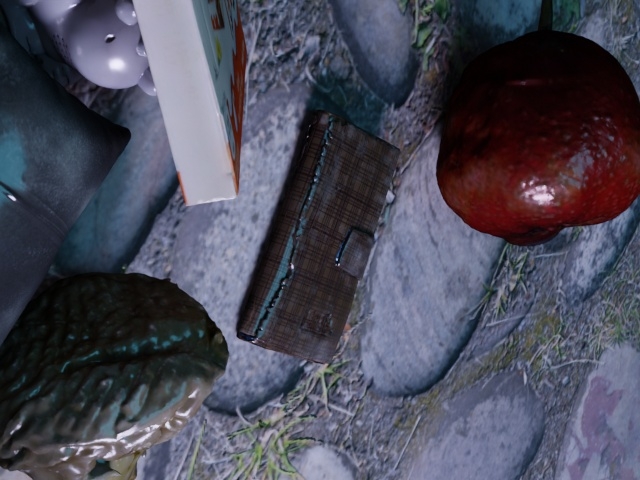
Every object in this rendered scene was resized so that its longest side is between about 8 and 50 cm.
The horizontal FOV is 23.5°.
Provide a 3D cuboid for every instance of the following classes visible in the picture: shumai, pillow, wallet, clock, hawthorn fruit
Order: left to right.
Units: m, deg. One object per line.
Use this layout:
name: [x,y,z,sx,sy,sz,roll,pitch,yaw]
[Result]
pillow: [-0.251,-0.023,1.108,0.186,0.106,0.250,43,70,-46]
clock: [-0.178,-0.189,1.137,0.080,0.117,0.176,-43,131,-35]
shumai: [-0.170,0.134,1.225,0.206,0.166,0.175,-21,135,-12]
wallet: [0.000,0.000,1.472,0.124,0.042,0.230,24,82,-48]
hawthorn fruit: [0.231,-0.129,1.581,0.210,0.230,0.266,10,80,-8]

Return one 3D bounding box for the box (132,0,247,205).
box: [-0.103,-0.204,1.153,0.273,0.048,0.265,-91,170,-60]
